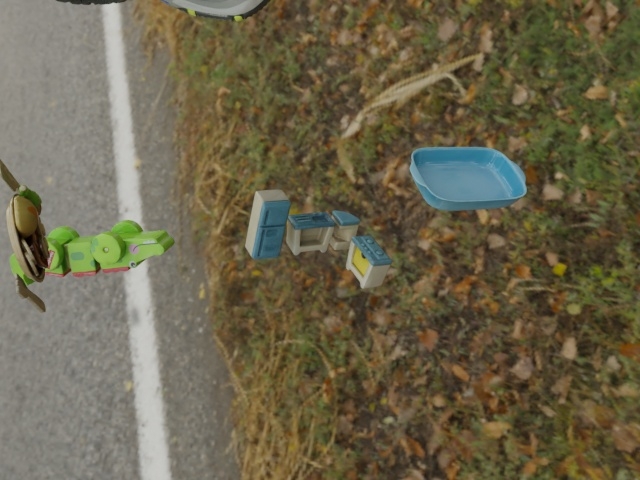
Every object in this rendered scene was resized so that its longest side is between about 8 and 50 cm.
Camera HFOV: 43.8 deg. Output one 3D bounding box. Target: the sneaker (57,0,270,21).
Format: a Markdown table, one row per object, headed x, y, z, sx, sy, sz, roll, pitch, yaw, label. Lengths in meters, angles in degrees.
| x | y | z | sx | sy | sz | roll | pitch | yaw | label |
| --- | --- | --- | --- | --- | --- | --- | --- | --- | --- |
| -0.242 | -0.377 | 0.973 | 0.385 | 0.147 | 0.145 | 7 | 71 | 11 | sneaker |

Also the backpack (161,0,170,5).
| x | y | z | sx | sy | sz | roll | pitch | yaw | label |
| --- | --- | --- | --- | --- | --- | --- | --- | --- | --- |
| -0.211 | -0.489 | 1.216 | 0.276 | 0.263 | 0.213 | 42 | 137 | 18 | backpack |

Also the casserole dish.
| x | y | z | sx | sy | sz | roll | pitch | yaw | label |
| --- | --- | --- | --- | --- | --- | --- | --- | --- | --- |
| 0.212 | -0.087 | 1.165 | 0.037 | 0.188 | 0.114 | 111 | 147 | -43 | casserole dish |

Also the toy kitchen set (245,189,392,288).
| x | y | z | sx | sy | sz | roll | pitch | yaw | label |
| --- | --- | --- | --- | --- | --- | --- | --- | --- | --- |
| 0.000 | 0.000 | 1.396 | 0.166 | 0.207 | 0.122 | 54 | 140 | 45 | toy kitchen set |

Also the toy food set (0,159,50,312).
| x | y | z | sx | sy | sz | roll | pitch | yaw | label |
| --- | --- | --- | --- | --- | --- | --- | --- | --- | --- |
| -0.383 | -0.006 | 1.063 | 0.132 | 0.039 | 0.192 | 94 | 161 | -70 | toy food set |

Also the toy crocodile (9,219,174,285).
| x | y | z | sx | sy | sz | roll | pitch | yaw | label |
| --- | --- | --- | --- | --- | --- | --- | --- | --- | --- |
| -0.460 | 0.028 | 1.590 | 0.115 | 0.341 | 0.105 | -70 | -27 | -73 | toy crocodile |
